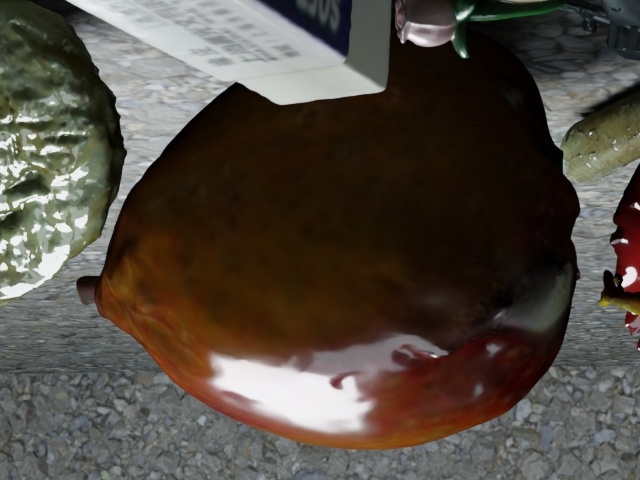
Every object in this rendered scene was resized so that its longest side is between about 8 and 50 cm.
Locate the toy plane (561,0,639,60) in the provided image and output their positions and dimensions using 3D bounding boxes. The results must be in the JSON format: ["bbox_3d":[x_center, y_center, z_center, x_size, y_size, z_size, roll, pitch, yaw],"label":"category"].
[{"bbox_3d":[0.196,-0.139,0.961,0.226,0.058,0.226,13,173,22],"label":"toy plane"}]

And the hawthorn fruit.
[{"bbox_3d":[0.021,-0.005,1.061,0.324,0.308,0.308,8,166,-18],"label":"hawthorn fruit"}]

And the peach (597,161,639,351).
[{"bbox_3d":[0.372,0.008,1.009,0.335,0.310,0.406,43,178,7],"label":"peach"}]

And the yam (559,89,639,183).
[{"bbox_3d":[0.238,-0.085,1.222,0.054,0.054,0.132,6,166,-21],"label":"yam"}]

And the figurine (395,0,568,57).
[{"bbox_3d":[0.084,-0.153,0.731,0.114,0.145,0.178,7,178,-13],"label":"figurine"}]

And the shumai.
[{"bbox_3d":[-0.247,-0.094,1.089,0.222,0.204,0.272,38,124,-23],"label":"shumai"}]

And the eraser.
[{"bbox_3d":[-0.057,-0.159,0.723,0.081,0.124,0.279,-5,167,28],"label":"eraser"}]
